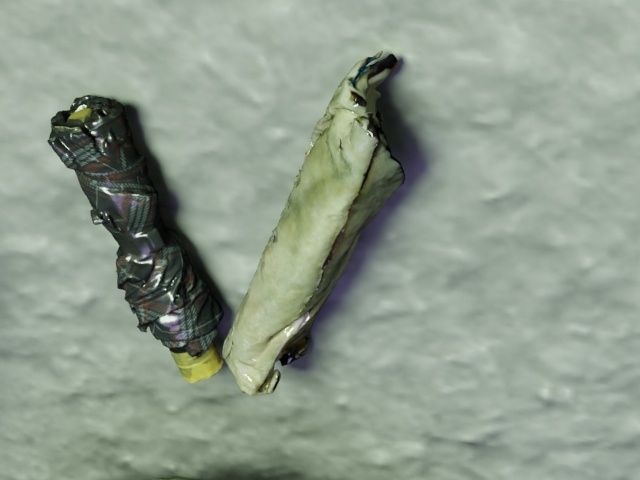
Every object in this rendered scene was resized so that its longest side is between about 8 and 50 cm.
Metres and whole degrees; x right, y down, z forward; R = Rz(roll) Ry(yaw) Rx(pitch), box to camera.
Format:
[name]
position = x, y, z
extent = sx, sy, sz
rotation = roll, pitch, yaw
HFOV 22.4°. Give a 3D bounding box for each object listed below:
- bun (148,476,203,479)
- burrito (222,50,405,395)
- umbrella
[bun]
position = -0.076, 0.192, 0.762
extent = 0.283, 0.179, 0.283
rotation = -4, 149, -3
[burrito]
position = -0.002, -0.001, 0.675
extent = 0.042, 0.051, 0.171
rotation = 27, 128, -1
[umbrella]
position = -0.077, 0.003, 0.709
extent = 0.037, 0.040, 0.144
rotation = -14, 120, 15
